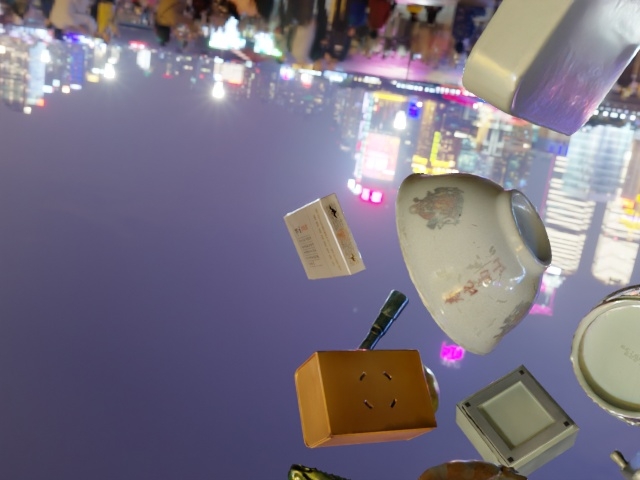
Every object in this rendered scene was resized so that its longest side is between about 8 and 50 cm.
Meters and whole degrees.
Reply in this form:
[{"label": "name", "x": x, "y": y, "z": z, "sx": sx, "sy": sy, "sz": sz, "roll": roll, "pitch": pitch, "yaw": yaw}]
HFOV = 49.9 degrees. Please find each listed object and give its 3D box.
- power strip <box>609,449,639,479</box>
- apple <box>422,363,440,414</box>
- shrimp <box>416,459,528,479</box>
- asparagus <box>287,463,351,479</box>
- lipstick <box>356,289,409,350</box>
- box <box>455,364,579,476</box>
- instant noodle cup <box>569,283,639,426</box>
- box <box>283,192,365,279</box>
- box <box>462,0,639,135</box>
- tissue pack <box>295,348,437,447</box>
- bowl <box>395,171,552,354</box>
[{"label": "power strip", "x": 0.387, "y": 0.166, "z": 0.659, "sx": 0.061, "sy": 0.216, "sz": 0.145, "roll": 48, "pitch": -179, "yaw": 19}, {"label": "apple", "x": 0.226, "y": 0.410, "z": 1.834, "sx": 0.196, "sy": 0.196, "sz": 0.196, "roll": 8, "pitch": -167, "yaw": -2}, {"label": "shrimp", "x": 0.237, "y": 0.512, "z": 1.261, "sx": 0.185, "sy": 0.287, "sz": 0.068, "roll": 33, "pitch": 174, "yaw": -1}, {"label": "asparagus", "x": 0.117, "y": 0.485, "z": 1.164, "sx": 0.382, "sy": 0.108, "sz": 0.128, "roll": 16, "pitch": -126, "yaw": 3}, {"label": "lipstick", "x": 0.144, "y": 0.230, "z": 1.756, "sx": 0.053, "sy": 0.053, "sz": 0.234, "roll": 19, "pitch": -122, "yaw": 37}, {"label": "box", "x": 0.516, "y": 0.488, "z": 1.828, "sx": 0.225, "sy": 0.117, "sz": 0.225, "roll": -28, "pitch": -128, "yaw": -12}, {"label": "instant noodle cup", "x": 0.700, "y": 0.251, "z": 1.480, "sx": 0.340, "sy": 0.339, "sz": 0.266, "roll": 17, "pitch": -179, "yaw": 31}, {"label": "box", "x": 0.001, "y": 0.000, "z": 1.831, "sx": 0.051, "sy": 0.204, "sz": 0.365, "roll": -23, "pitch": -178, "yaw": -18}, {"label": "box", "x": 0.339, "y": -0.306, "z": 0.809, "sx": 0.090, "sy": 0.367, "sz": 0.373, "roll": 40, "pitch": -158, "yaw": 25}, {"label": "tissue pack", "x": 0.099, "y": 0.362, "z": 1.582, "sx": 0.275, "sy": 0.194, "sz": 0.145, "roll": 5, "pitch": 151, "yaw": -26}, {"label": "bowl", "x": 0.365, "y": 0.009, "z": 1.471, "sx": 0.196, "sy": 0.434, "sz": 0.435, "roll": -27, "pitch": 172, "yaw": 33}]
